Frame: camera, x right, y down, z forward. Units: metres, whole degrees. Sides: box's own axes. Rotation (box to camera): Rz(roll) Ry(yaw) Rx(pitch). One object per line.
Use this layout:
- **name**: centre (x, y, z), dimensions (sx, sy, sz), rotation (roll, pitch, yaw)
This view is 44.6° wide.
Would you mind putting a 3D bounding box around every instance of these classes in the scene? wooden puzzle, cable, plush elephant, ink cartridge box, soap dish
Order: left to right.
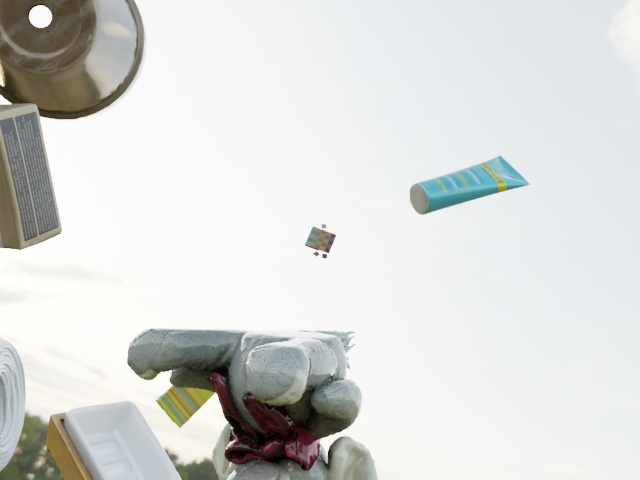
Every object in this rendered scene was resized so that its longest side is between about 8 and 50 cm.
- **ink cartridge box**: centre (-0.499, -0.093, 1.110), dimensions (0.235, 0.088, 0.193), rotation (3, -70, 25)
- **cable**: centre (-0.610, 0.300, 1.409), dimensions (0.089, 0.257, 0.257), rotation (-2, -39, -5)
- **soap dish**: centre (-0.453, 0.501, 1.721), dimensions (0.118, 0.291, 0.229), rotation (-48, -25, 20)
- **plush elephant**: centre (-0.062, 0.244, 0.981), dimensions (0.272, 0.255, 0.330), rotation (2, -3, 33)
- **wooden puzzle**: centre (0.000, 0.000, 1.472), dimensions (0.049, 0.083, 0.006), rotation (20, -40, 4)

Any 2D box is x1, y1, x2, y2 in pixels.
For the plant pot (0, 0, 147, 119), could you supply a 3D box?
- **plant pot**: centre (-0.485, -0.381, 1.405), dimensions (0.323, 0.323, 0.280), rotation (19, 2, -11)

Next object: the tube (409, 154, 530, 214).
- **tube**: centre (0.243, -0.092, 1.280), dimensions (0.207, 0.080, 0.052), rotation (-17, -33, -27)

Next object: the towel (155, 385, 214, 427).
- **towel**: centre (-0.276, 0.327, 1.845), dimensions (0.021, 0.237, 0.102), rotation (15, -38, 50)
